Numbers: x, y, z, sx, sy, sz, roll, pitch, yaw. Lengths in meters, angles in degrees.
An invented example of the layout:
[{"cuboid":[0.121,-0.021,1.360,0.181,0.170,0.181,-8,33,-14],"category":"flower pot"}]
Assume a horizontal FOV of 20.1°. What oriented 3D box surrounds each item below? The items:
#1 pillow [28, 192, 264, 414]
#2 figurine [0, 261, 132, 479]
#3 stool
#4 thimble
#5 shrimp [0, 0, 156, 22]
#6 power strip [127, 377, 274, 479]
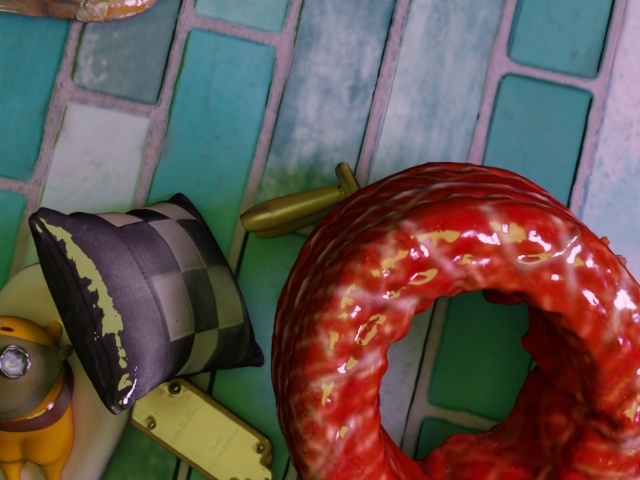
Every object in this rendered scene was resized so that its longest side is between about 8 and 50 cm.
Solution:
[{"cuboid":[-0.149,0.049,1.594,0.106,0.250,0.186,-28,82,26],"category":"pillow"},{"cuboid":[-0.264,0.153,1.600,0.166,0.141,0.250,0,101,11],"category":"figurine"},{"cuboid":[0.000,0.000,1.646,0.110,0.134,0.135,-27,40,4],"category":"stool"},{"cuboid":[0.125,0.114,1.520,0.350,0.230,0.350,-2,105,-8],"category":"thimble"},{"cuboid":[-0.248,-0.280,1.716,0.217,0.051,0.150,0,82,-5],"category":"shrimp"},{"cuboid":[-0.169,0.135,1.678,0.305,0.044,0.064,35,88,4],"category":"power strip"}]
